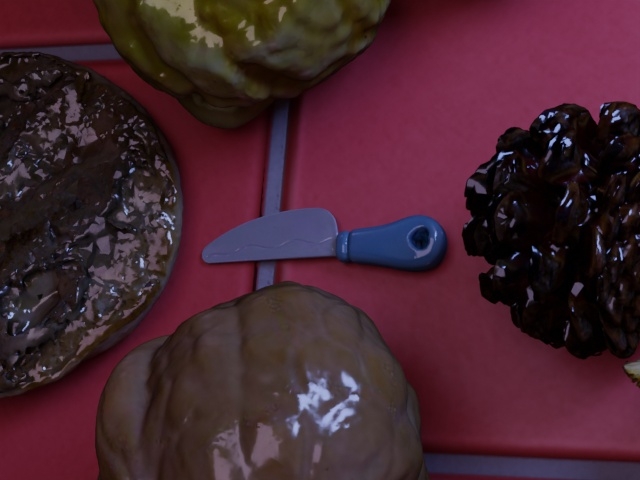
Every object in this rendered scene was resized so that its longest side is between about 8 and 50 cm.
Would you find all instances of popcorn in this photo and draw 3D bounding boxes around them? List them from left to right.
[{"bbox_3d":[-0.096,-0.283,1.418,0.292,0.293,0.334,-23,64,-10],"label":"popcorn"}]

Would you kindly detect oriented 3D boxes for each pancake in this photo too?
[{"bbox_3d":[-0.326,-0.021,1.534,0.382,0.071,0.382,-5,68,12],"label":"pancake"}]

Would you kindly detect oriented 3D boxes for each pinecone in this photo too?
[{"bbox_3d":[0.212,-0.010,1.282,0.221,0.221,0.221,-5,74,18],"label":"pinecone"}]

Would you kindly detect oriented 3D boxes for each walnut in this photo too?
[{"bbox_3d":[-0.048,0.180,1.284,0.285,0.285,0.296,54,125,23],"label":"walnut"}]

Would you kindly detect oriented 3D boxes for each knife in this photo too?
[{"bbox_3d":[0.001,-0.002,1.452,0.244,0.032,0.058,2,78,24],"label":"knife"}]

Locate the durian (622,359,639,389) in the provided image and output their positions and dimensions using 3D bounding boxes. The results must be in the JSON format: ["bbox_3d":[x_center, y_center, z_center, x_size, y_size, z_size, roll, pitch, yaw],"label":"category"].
[{"bbox_3d":[0.382,0.116,1.211,0.249,0.183,0.138,-23,84,37],"label":"durian"}]
